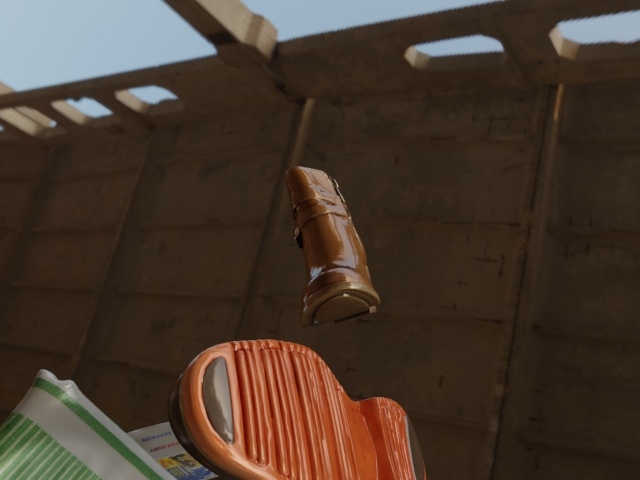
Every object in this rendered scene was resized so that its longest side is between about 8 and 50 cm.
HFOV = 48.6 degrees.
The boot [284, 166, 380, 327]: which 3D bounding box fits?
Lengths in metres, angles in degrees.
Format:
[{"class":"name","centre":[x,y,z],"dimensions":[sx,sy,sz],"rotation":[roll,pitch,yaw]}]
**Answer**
[{"class":"boot","centre":[0.000,0.000,0.661],"dimensions":[0.072,0.197,0.152],"rotation":[-18,-99,4]}]

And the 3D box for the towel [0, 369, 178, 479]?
[{"class":"towel","centre":[-0.244,0.301,0.571],"dimensions":[0.038,0.248,0.325],"rotation":[3,-132,34]}]

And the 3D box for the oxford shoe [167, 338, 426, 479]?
[{"class":"oxford shoe","centre":[-0.027,0.183,0.598],"dimensions":[0.132,0.363,0.130],"rotation":[-21,-123,19]}]

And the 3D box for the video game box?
[{"class":"video game box","centre":[-0.133,0.265,0.916],"dimensions":[0.187,0.205,0.048],"rotation":[-16,-116,-6]}]
